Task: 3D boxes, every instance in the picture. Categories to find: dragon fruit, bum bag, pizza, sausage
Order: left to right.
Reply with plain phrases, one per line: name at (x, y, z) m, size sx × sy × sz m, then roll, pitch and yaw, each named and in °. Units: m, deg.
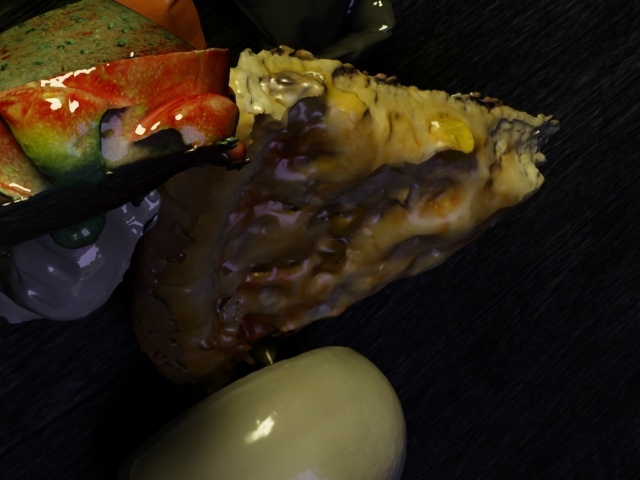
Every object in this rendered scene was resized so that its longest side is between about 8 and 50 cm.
dragon fruit at (-0.173, -0.071, 1.303) m, size 0.268 × 0.130 × 0.295 m, roll -20°, pitch 175°, yaw -19°
sausage at (-0.129, -0.168, 1.402) m, size 0.089 × 0.089 × 0.179 m, roll -35°, pitch 152°, yaw -16°
bum bag at (-0.033, -0.220, 1.471) m, size 0.142 × 0.080 × 0.326 m, roll -47°, pitch 146°, yaw -12°
pizza at (-0.029, 0.007, 1.655) m, size 0.435 × 0.080 × 0.392 m, roll 10°, pitch 134°, yaw -46°

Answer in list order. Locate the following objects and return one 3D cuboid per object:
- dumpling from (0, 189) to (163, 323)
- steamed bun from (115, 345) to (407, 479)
dumpling at (-0.211, -0.002, 1.492) m, size 0.127 × 0.108 × 0.188 m, roll 26°, pitch 127°, yaw -32°
steamed bun at (-0.041, 0.229, 1.798) m, size 0.283 × 0.177 × 0.283 m, roll -29°, pitch 167°, yaw -8°
